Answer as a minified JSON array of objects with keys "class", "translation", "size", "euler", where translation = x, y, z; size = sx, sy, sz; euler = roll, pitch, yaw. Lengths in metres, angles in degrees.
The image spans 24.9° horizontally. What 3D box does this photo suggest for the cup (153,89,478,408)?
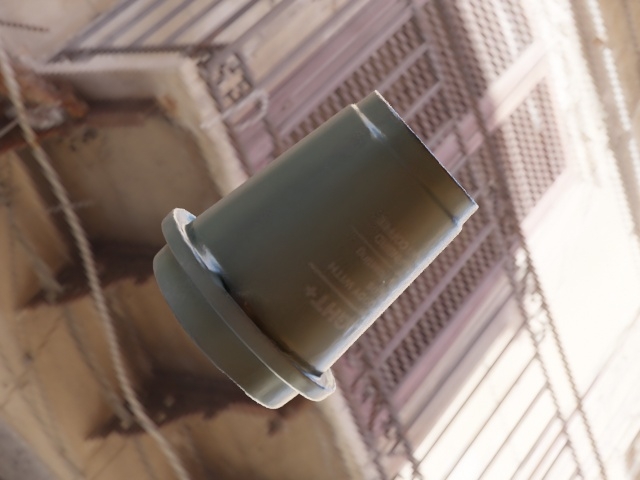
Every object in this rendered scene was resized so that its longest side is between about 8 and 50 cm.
[{"class":"cup","translation":[0.000,0.000,0.706],"size":[0.141,0.120,0.120],"euler":[-42,-84,9]}]
